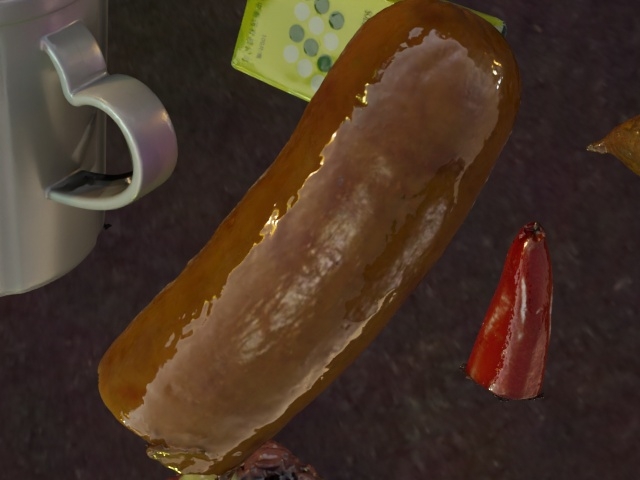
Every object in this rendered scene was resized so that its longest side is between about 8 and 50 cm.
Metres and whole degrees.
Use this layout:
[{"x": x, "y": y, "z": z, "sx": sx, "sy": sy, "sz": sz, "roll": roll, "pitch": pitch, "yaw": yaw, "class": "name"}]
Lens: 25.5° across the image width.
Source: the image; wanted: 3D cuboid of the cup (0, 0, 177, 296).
[{"x": -0.189, "y": -0.070, "z": 0.781, "sx": 0.167, "sy": 0.221, "sz": 0.202, "roll": -12, "pitch": 130, "yaw": -20, "class": "cup"}]

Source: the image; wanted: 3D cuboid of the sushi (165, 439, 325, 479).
[{"x": -0.116, "y": 0.383, "z": 1.846, "sx": 0.270, "sy": 0.171, "sz": 0.236, "roll": -27, "pitch": 110, "yaw": -18, "class": "sushi"}]

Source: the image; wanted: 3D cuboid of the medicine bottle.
[{"x": 0.049, "y": -0.207, "z": 1.489, "sx": 0.141, "sy": 0.250, "sz": 0.137, "roll": -10, "pitch": 122, "yaw": -56, "class": "medicine bottle"}]

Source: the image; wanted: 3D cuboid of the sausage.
[{"x": -0.001, "y": -0.001, "z": 0.704, "sx": 0.109, "sy": 0.109, "sz": 0.270, "roll": 35, "pitch": 100, "yaw": -22, "class": "sausage"}]

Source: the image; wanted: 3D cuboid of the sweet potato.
[{"x": 0.293, "y": -0.071, "z": 1.009, "sx": 0.068, "sy": 0.226, "sz": 0.068, "roll": 1, "pitch": 88, "yaw": -37, "class": "sweet potato"}]

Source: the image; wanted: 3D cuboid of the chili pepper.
[{"x": 0.188, "y": 0.060, "z": 1.346, "sx": 0.065, "sy": 0.088, "sz": 0.169, "roll": -11, "pitch": 120, "yaw": -42, "class": "chili pepper"}]
